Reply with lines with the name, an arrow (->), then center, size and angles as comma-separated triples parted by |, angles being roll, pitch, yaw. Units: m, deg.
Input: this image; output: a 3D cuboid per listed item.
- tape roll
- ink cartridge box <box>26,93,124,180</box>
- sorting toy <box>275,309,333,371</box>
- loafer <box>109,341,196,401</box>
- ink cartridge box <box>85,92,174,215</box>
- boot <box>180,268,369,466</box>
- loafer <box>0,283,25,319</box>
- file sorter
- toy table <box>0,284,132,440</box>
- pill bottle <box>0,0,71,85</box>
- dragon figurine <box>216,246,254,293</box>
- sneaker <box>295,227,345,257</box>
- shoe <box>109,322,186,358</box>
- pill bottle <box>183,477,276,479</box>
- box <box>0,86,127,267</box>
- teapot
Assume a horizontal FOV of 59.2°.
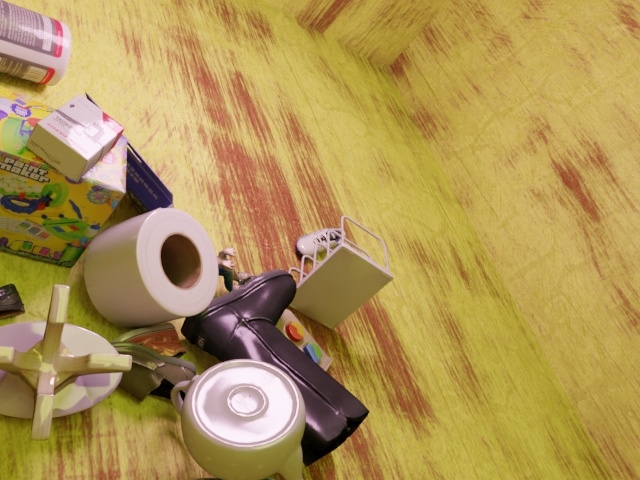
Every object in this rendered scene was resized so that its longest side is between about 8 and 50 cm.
tape roll -> -0.370, 0.064, 1.255 | 0.246, 0.169, 0.246 | 35, 48, -50
ink cartridge box -> -0.465, -0.199, 1.077 | 0.109, 0.063, 0.150 | 38, 34, -15
sorting toy -> -0.068, 0.302, 1.548 | 0.208, 0.038, 0.193 | 47, 32, 0
loafer -> -0.368, 0.280, 1.169 | 0.251, 0.094, 0.087 | 22, 36, -35
ink cartridge box -> -0.471, -0.164, 1.368 | 0.072, 0.307, 0.303 | -40, 88, -15
boot -> -0.055, 0.278, 1.355 | 0.445, 0.146, 0.367 | 35, 38, 26
loafer -> -0.631, 0.138, 1.048 | 0.061, 0.062, 0.170 | 54, 34, 1
file sorter -> 0.049, 0.095, 1.691 | 0.193, 0.278, 0.173 | 33, 31, -22
toy table -> -0.478, 0.218, 0.979 | 0.275, 0.161, 0.252 | -2, 72, -30
pill bottle -> -0.821, -0.519, 1.422 | 0.319, 0.176, 0.176 | 8, 49, -46
dragon figurine -> -0.305, 0.076, 1.470 | 0.290, 0.144, 0.085 | 11, 46, -16
sneaker -> 0.000, 0.000, 1.909 | 0.085, 0.086, 0.237 | 55, 34, 9
shoe -> -0.375, 0.238, 1.233 | 0.081, 0.063, 0.178 | 53, 28, 18
pill bottle -> -0.154, 0.538, 1.091 | 0.264, 0.146, 0.146 | 18, 43, -38
box -> -0.596, -0.120, 1.160 | 0.290, 0.279, 0.176 | 21, 41, -36
teapot -> -0.157, 0.370, 1.101 | 0.253, 0.187, 0.256 | -1, 37, -17
